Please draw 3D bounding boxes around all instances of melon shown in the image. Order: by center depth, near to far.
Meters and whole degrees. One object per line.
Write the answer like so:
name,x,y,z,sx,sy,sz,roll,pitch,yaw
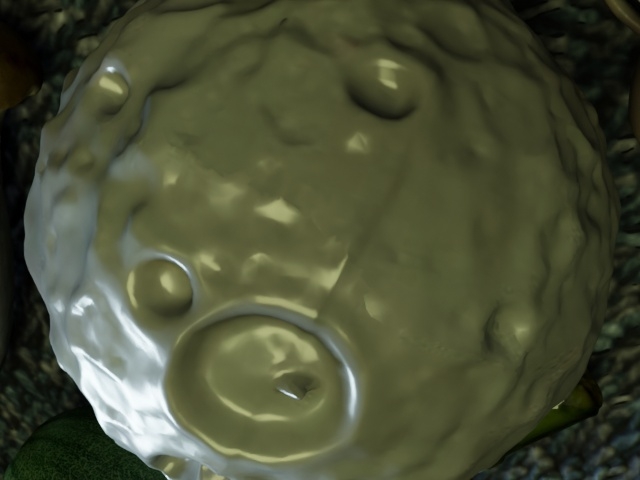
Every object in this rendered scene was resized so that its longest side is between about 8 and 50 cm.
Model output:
melon,-0.132,0.256,0.782,0.288,0.182,0.182,41,118,-10

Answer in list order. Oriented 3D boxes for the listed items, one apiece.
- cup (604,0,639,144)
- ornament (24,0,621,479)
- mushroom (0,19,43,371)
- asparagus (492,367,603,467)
cup,0.251,-0.135,0.504,0.253,0.192,0.200,35,127,28
ornament,0.000,0.000,0.546,0.337,0.337,0.336,6,118,11
mushroom,-0.291,-0.005,0.723,0.128,0.128,0.350,20,115,3
asparagus,0.092,0.162,0.752,0.278,0.060,0.067,-30,126,25
